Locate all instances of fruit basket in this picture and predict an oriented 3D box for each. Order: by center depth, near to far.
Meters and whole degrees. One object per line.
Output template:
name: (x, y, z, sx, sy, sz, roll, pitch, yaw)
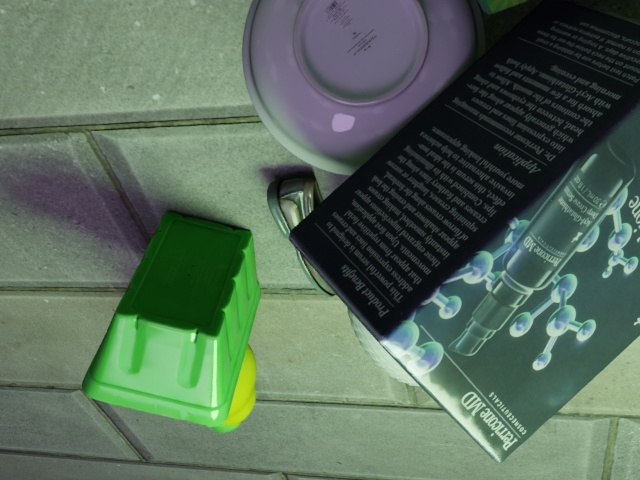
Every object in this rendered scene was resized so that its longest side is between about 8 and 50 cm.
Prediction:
fruit basket: (-0.237, 0.189, 1.361, 0.283, 0.392, 0.392, 14, 141, -2)

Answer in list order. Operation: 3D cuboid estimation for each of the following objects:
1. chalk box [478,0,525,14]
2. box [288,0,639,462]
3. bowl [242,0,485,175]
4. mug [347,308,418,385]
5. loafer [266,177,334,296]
chalk box: (0.204, -0.359, 0.732, 0.289, 0.180, 0.179, -14, 134, 31)
box: (0.222, -0.009, 0.824, 0.395, 0.212, 0.293, -43, 130, 1)
bowl: (0.047, -0.219, 0.849, 0.298, 0.134, 0.297, 0, 97, 3)
mug: (0.221, 0.072, 1.211, 0.374, 0.276, 0.328, -19, 148, -10)
loafer: (0.000, 0.000, 1.291, 0.084, 0.096, 0.267, -14, 132, 21)
